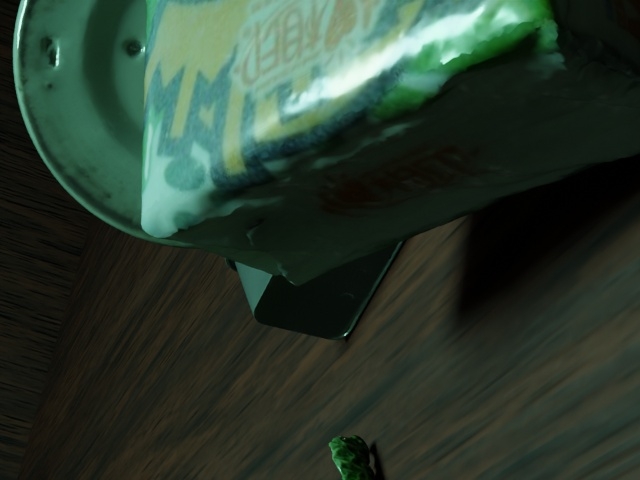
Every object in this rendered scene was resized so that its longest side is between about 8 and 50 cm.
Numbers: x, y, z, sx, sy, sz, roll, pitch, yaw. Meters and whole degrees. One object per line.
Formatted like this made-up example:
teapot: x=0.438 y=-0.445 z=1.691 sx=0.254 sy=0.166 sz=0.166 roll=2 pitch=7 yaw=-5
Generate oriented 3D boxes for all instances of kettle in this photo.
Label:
kettle: x=-0.066 y=-0.157 z=0.929 sx=0.319 sy=0.247 sz=0.342 roll=-39 pitch=9 yaw=-1

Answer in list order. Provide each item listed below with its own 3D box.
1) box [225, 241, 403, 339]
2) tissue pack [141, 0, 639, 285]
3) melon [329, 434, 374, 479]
box: x=0.000 y=0.000 z=0.722 sx=0.122 sy=0.084 sz=0.069 roll=-62 pitch=27 yaw=29
tissue pack: x=0.030 y=-0.159 z=0.530 sx=0.228 sy=0.128 sz=0.310 roll=-23 pitch=57 yaw=40
melon: x=-0.001 y=0.216 z=0.565 sx=0.114 sy=0.053 sz=0.261 roll=100 pitch=-175 yaw=-63
